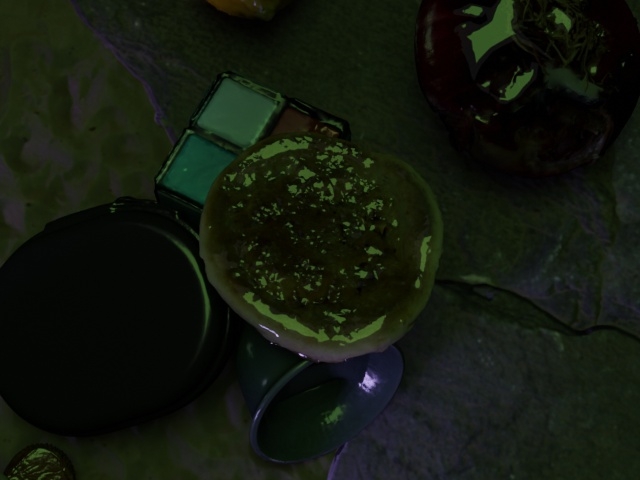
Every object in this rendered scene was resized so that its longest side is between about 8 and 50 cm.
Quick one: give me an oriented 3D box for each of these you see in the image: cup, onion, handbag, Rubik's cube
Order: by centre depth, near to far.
[{"bbox_3d":[-0.024,0.133,1.557,0.199,0.199,0.150,-29,55,-11],"label":"cup"},{"bbox_3d":[-0.240,0.088,1.558,0.308,0.093,0.254,-18,80,12],"label":"handbag"},{"bbox_3d":[-0.076,-0.069,1.625,0.180,0.167,0.183,24,70,10],"label":"Rubik's cube"},{"bbox_3d":[0.250,-0.223,1.670,0.313,0.232,0.314,4,79,-23],"label":"onion"}]

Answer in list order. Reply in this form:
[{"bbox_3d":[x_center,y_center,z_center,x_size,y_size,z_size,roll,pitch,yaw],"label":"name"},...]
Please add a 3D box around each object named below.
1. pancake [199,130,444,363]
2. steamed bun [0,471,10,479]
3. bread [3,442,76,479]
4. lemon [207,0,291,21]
[{"bbox_3d":[0.000,0.000,1.475,0.282,0.049,0.283,0,61,0],"label":"pancake"},{"bbox_3d":[-0.403,0.397,1.425,0.324,0.219,0.310,-37,56,12],"label":"steamed bun"},{"bbox_3d":[-0.320,0.274,1.552,0.085,0.053,0.085,0,88,-9],"label":"bread"},{"bbox_3d":[-0.095,-0.391,1.738,0.188,0.188,0.257,-10,73,-4],"label":"lemon"}]
